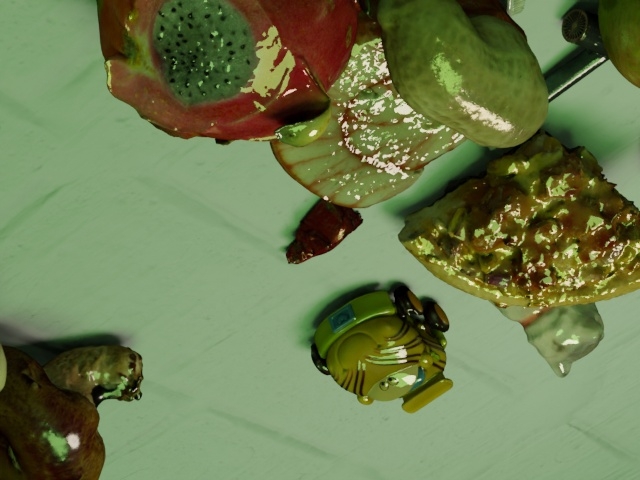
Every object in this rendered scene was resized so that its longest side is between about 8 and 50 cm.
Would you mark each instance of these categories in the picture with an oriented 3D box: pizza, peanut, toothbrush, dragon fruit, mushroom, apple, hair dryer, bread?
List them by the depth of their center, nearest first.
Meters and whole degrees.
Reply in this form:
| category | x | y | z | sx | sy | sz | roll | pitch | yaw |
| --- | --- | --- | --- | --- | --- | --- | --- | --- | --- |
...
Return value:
| category | x | y | z | sx | sy | sz | roll | pitch | yaw |
| --- | --- | --- | --- | --- | --- | --- | --- | --- | --- |
| dragon fruit | -0.095 | -0.221 | 1.312 | 0.290 | 0.189 | 0.291 | 0 | 120 | -1 |
| peanut | 0.153 | -0.190 | 1.406 | 0.253 | 0.137 | 0.122 | 22 | 165 | -40 |
| bread | 0.079 | -0.193 | 1.553 | 0.327 | 0.114 | 0.295 | -35 | 140 | 20 |
| apple | 0.430 | -0.275 | 1.556 | 0.196 | 0.196 | 0.196 | -13 | 144 | -10 |
| toothbrush | 0.239 | -0.220 | 1.673 | 0.029 | 0.025 | 0.307 | -21 | 145 | -13 |
| hair dryer | 0.345 | -0.217 | 1.718 | 0.173 | 0.050 | 0.195 | 11 | 138 | -36 |
| dragon fruit | 0.002 | 0.002 | 1.819 | 0.131 | 0.063 | 0.097 | -34 | 143 | 18 |
| pizza | 0.320 | -0.017 | 1.832 | 0.409 | 0.114 | 0.278 | 8 | 121 | -4 |
| mushroom | -0.409 | 0.256 | 1.860 | 0.267 | 0.267 | 0.254 | -40 | 174 | 25 |

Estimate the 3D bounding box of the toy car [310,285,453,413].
| category | x | y | z | sx | sy | sz | roll | pitch | yaw |
| --- | --- | --- | --- | --- | --- | --- | --- | --- | --- |
| toy car | 0.109 | 0.189 | 2.052 | 0.200 | 0.142 | 0.248 | -37 | 143 | 21 |

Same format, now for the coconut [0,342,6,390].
| category | x | y | z | sx | sy | sz | roll | pitch | yaw |
| --- | --- | --- | --- | --- | --- | --- | --- | --- | --- |
| coconut | -0.502 | 0.137 | 1.641 | 0.224 | 0.224 | 0.224 | -13 | 144 | -10 |

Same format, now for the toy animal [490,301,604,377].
| category | x | y | z | sx | sy | sz | roll | pitch | yaw |
| --- | --- | --- | --- | --- | --- | --- | --- | --- | --- |
| toy animal | 0.370 | 0.059 | 1.987 | 0.266 | 0.188 | 0.308 | 17 | 135 | -29 |
